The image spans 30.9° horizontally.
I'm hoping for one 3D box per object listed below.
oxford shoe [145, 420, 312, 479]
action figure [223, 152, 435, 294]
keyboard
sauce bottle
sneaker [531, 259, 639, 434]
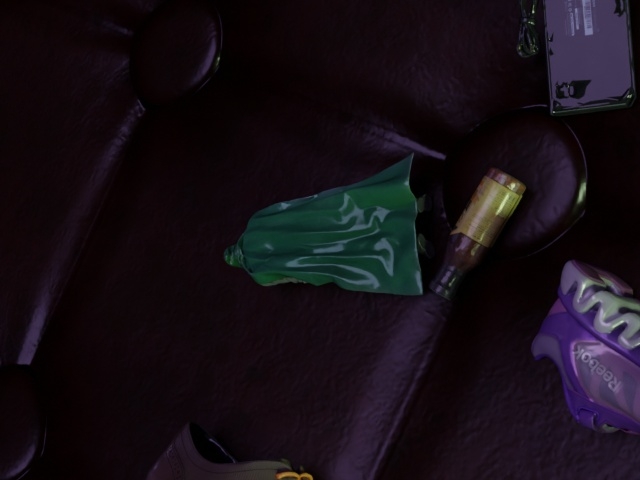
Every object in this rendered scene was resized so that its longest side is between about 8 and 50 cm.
[{"bbox_3d":[-0.039,0.275,1.073,0.363,0.130,0.133,20,82,37],"label":"oxford shoe"},{"bbox_3d":[0.000,0.000,1.162,0.232,0.063,0.137,-8,74,29],"label":"action figure"},{"bbox_3d":[0.230,-0.206,1.059,0.108,0.023,0.180,-5,89,28],"label":"keyboard"},{"bbox_3d":[0.143,-0.005,1.075,0.042,0.042,0.128,35,95,37],"label":"sauce bottle"},{"bbox_3d":[0.256,0.124,0.934,0.105,0.095,0.236,-54,49,19],"label":"sneaker"}]
